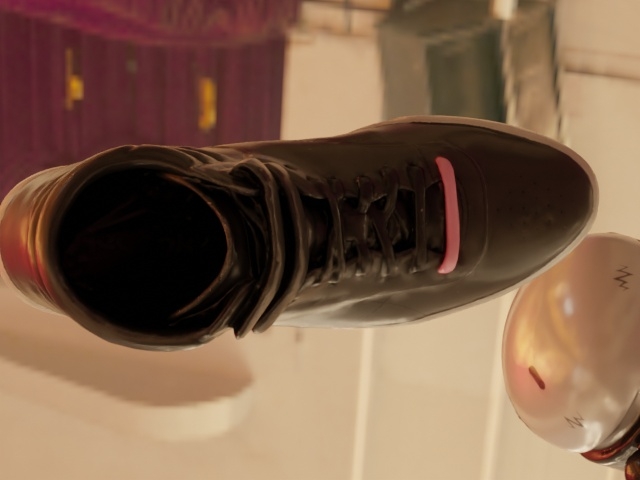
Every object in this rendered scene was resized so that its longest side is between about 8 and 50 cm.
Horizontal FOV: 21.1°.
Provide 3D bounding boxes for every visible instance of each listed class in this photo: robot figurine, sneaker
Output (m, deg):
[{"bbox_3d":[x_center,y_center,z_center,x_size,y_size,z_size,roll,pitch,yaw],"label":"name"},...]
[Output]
[{"bbox_3d":[0.270,0.098,1.284,0.278,0.174,0.209,16,-177,-17],"label":"robot figurine"},{"bbox_3d":[0.000,0.000,0.782,0.295,0.105,0.147,-4,-174,-9],"label":"sneaker"}]
